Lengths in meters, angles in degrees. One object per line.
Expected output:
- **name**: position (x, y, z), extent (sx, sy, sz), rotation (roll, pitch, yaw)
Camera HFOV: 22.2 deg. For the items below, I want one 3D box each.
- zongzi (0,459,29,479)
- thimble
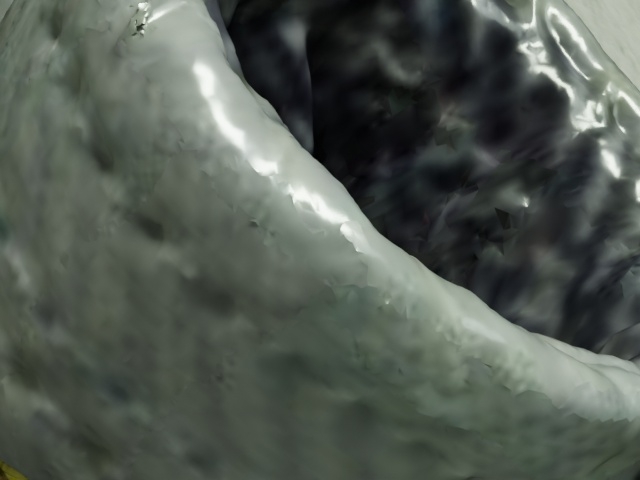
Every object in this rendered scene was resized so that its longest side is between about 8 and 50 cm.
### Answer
- **zongzi**: position (-0.127, 0.103, 0.355), extent (0.184, 0.084, 0.187), rotation (39, 40, -27)
- **thimble**: position (0.000, 0.000, 0.515), extent (0.245, 0.157, 0.217), rotation (46, 36, 7)
